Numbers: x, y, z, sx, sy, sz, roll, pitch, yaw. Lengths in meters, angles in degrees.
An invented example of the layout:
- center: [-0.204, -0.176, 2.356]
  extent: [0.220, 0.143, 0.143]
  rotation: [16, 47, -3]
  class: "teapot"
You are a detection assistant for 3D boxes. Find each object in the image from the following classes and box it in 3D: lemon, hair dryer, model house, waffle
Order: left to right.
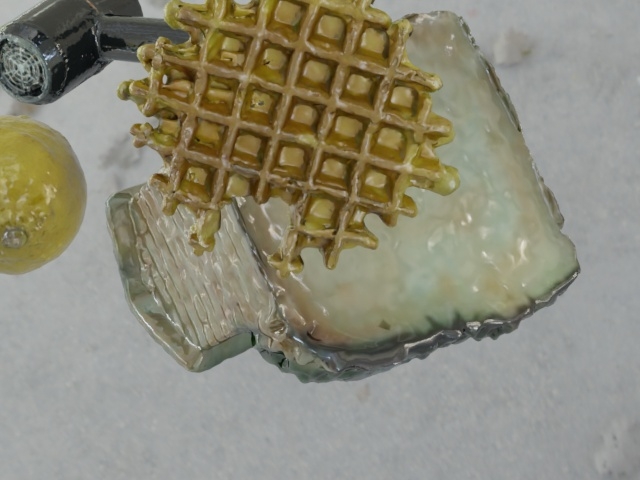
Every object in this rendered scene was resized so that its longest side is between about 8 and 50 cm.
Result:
- center: [-0.535, -0.074, 2.146]
  extent: [0.285, 0.285, 0.316]
  rotation: [-2, 37, 21]
  class: "lemon"
- center: [-0.186, -0.219, 1.406]
  extent: [0.352, 0.107, 0.189]
  rotation: [8, 34, 25]
  class: "hair dryer"
- center: [-0.023, -0.088, 0.923]
  extent: [0.228, 0.232, 0.051]
  rotation: [-24, 17, 10]
  class: "waffle"
- center: [0.000, 0.000, 1.552]
  extent: [0.445, 0.395, 0.400]
  rotation: [-24, -2, -36]
  class: "model house"
